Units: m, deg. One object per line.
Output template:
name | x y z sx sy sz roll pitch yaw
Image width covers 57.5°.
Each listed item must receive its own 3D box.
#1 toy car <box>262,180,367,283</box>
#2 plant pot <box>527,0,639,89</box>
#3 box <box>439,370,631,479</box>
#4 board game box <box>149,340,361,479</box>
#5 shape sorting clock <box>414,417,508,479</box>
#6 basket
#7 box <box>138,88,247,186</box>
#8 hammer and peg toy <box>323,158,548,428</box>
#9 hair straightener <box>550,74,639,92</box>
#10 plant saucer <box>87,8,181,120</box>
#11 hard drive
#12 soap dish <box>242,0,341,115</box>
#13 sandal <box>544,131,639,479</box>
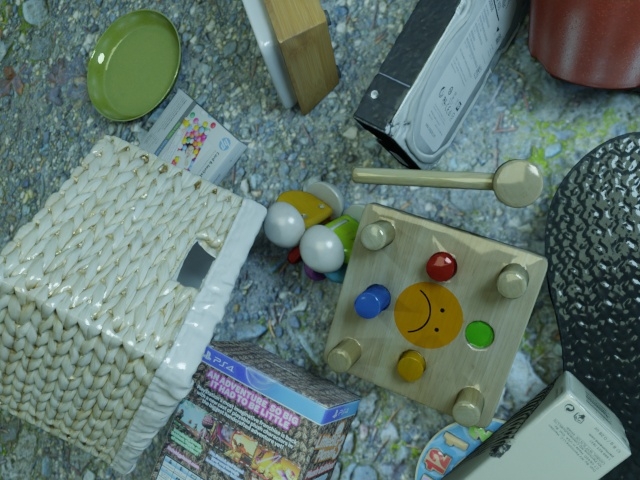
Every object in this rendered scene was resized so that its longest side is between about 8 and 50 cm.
toy car | 0.000 0.000 0.933 0.182 0.159 0.136 32 129 25
plant pot | 0.377 -0.351 0.711 0.273 0.265 0.272 -5 51 6
box | 0.239 0.293 0.724 0.094 0.113 0.275 46 106 14
board game box | -0.109 0.335 0.910 0.232 0.141 0.290 22 90 25
shape sorting clock | 0.233 0.352 0.812 0.206 0.040 0.206 -4 80 24
basket | -0.283 0.087 0.833 0.267 0.328 0.331 29 132 -10
box | -0.248 -0.179 1.117 0.186 0.038 0.145 43 100 23
hammer and peg toy | 0.156 0.048 0.797 0.266 0.127 0.360 18 104 19
hair straightener | 0.449 -0.250 0.813 0.231 0.047 0.088 19 90 25
plant saucer | -0.378 -0.356 1.205 0.241 0.037 0.240 -4 79 23
hard drive | 0.192 -0.272 0.828 0.064 0.237 0.338 31 94 25
soap dish | -0.063 -0.390 0.977 0.118 0.229 0.290 -19 73 3
sandal | 0.383 0.085 0.769 0.168 0.107 0.445 3 95 23
